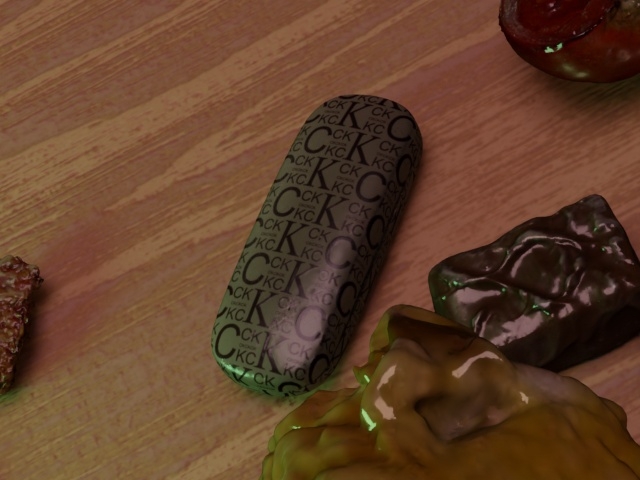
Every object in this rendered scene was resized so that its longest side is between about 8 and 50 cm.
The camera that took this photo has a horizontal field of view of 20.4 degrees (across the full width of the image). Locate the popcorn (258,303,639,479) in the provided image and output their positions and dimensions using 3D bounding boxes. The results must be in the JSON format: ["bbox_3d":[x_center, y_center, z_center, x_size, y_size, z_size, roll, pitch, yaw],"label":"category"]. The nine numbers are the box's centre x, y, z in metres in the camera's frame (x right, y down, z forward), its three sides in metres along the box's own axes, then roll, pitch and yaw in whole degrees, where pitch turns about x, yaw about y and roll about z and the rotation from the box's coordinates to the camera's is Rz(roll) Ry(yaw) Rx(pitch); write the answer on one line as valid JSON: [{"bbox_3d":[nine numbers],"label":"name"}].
[{"bbox_3d":[0.113,0.266,1.515,0.354,0.344,0.390,-42,28,36],"label":"popcorn"}]

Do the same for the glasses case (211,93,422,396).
[{"bbox_3d":[0.000,0.000,1.868,0.137,0.085,0.354,11,65,26],"label":"glasses case"}]

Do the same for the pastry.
[{"bbox_3d":[-0.354,0.099,1.953,0.087,0.063,0.169,5,56,12],"label":"pastry"}]

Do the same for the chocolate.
[{"bbox_3d":[0.210,0.053,1.756,0.214,0.093,0.148,-25,53,4],"label":"chocolate"}]

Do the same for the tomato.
[{"bbox_3d":[0.311,-0.251,1.871,0.233,0.139,0.200,-34,36,9],"label":"tomato"}]
